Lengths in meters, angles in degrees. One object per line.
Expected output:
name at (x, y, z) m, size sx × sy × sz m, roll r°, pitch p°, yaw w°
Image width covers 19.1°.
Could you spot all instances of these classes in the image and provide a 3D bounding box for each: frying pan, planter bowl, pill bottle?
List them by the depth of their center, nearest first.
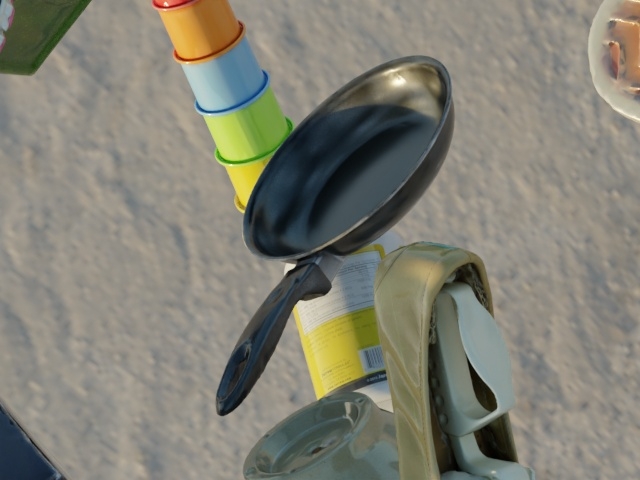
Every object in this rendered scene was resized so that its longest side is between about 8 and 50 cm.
planter bowl at (0.016, 0.168, 1.234) m, size 0.162 × 0.109 × 0.162 m, roll -27°, pitch 17°, yaw 9°
frying pan at (0.023, -0.016, 1.348) m, size 0.197 × 0.053 × 0.326 m, roll -33°, pitch 30°, yaw 23°
pill bottle at (0.029, 0.052, 1.537) m, size 0.103 × 0.103 × 0.184 m, roll -23°, pitch 70°, yaw 22°

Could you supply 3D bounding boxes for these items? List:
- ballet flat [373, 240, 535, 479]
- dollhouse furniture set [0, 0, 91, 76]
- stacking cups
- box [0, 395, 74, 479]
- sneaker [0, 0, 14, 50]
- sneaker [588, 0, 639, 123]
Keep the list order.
ballet flat at (0.082, 0.114, 1.072) m, size 0.073 × 0.080 × 0.232 m, roll -12°, pitch 93°, yaw 51°
dollhouse furniture set at (-0.359, -0.152, 1.502) m, size 0.197 × 0.151 × 0.301 m, roll 44°, pitch 106°, yaw 9°
stacking cups at (-0.095, -0.180, 1.946) m, size 0.096 × 0.316 × 0.096 m, roll -16°, pitch 31°, yaw 9°
box at (-0.237, 0.302, 1.221) m, size 0.312 × 0.343 × 0.179 m, roll -42°, pitch 41°, yaw -10°
sneaker at (-0.261, -0.126, 1.253) m, size 0.170 × 0.075 × 0.063 m, roll -57°, pitch 29°, yaw 12°
sneaker at (0.262, -0.139, 0.815) m, size 0.302 × 0.121 × 0.108 m, roll -35°, pitch 60°, yaw 26°
